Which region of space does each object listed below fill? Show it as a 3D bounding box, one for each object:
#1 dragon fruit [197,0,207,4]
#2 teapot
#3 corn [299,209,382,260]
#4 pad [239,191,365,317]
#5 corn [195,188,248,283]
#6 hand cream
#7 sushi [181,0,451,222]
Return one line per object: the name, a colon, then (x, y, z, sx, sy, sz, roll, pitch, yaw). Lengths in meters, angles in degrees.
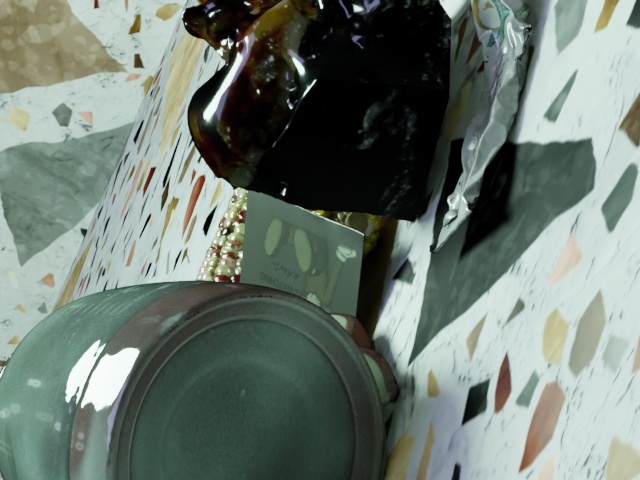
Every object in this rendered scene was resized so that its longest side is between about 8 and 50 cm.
dragon fruit: (-0.032, -0.294, 1.998, 0.200, 0.198, 0.269, -31, -7, 11)
teapot: (-0.100, 0.126, 1.384, 0.312, 0.315, 0.233, 6, 114, 55)
corn: (0.000, 0.000, 1.596, 0.207, 0.068, 0.068, 154, 134, -70)
pad: (-0.020, 0.034, 1.538, 0.190, 0.004, 0.127, 24, 112, 55)
corn: (-0.063, 0.006, 1.818, 0.280, 0.092, 0.092, -69, 12, -18)
hand cream: (0.121, -0.119, 1.339, 0.084, 0.050, 0.257, 134, 148, -65)
sushi: (-0.010, -0.137, 1.482, 0.215, 0.212, 0.227, 97, 175, -50)
